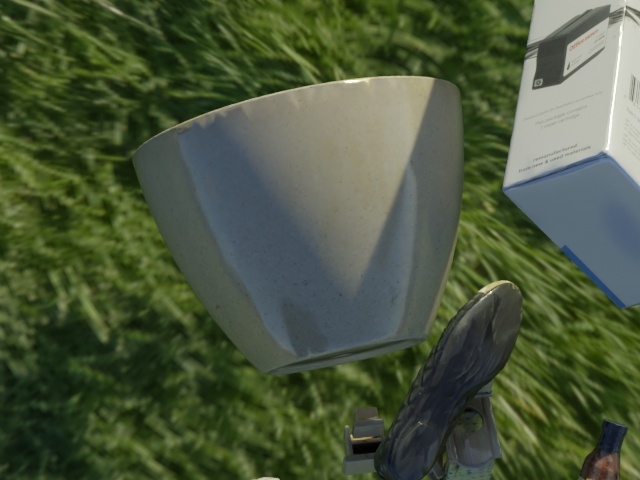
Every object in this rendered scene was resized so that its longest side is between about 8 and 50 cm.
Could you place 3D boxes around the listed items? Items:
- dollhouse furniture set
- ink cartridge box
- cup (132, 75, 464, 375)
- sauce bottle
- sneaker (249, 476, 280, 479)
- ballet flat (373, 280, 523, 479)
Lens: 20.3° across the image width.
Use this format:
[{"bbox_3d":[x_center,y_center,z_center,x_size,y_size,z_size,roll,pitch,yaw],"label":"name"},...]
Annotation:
[{"bbox_3d":[0.108,0.212,1.932,0.161,0.182,0.101,-6,59,-6],"label":"dollhouse furniture set"},{"bbox_3d":[0.311,-0.124,1.796,0.129,0.307,0.223,-19,134,38],"label":"ink cartridge box"},{"bbox_3d":[0.000,0.000,1.756,0.331,0.331,0.237,-12,81,2],"label":"cup"},{"bbox_3d":[0.275,0.241,1.776,0.042,0.042,0.128,18,94,0],"label":"sauce bottle"},{"bbox_3d":[-0.036,0.326,1.543,0.121,0.099,0.262,-22,105,1],"label":"sneaker"},{"bbox_3d":[0.090,0.100,1.300,0.057,0.049,0.173,40,77,-24],"label":"ballet flat"}]
